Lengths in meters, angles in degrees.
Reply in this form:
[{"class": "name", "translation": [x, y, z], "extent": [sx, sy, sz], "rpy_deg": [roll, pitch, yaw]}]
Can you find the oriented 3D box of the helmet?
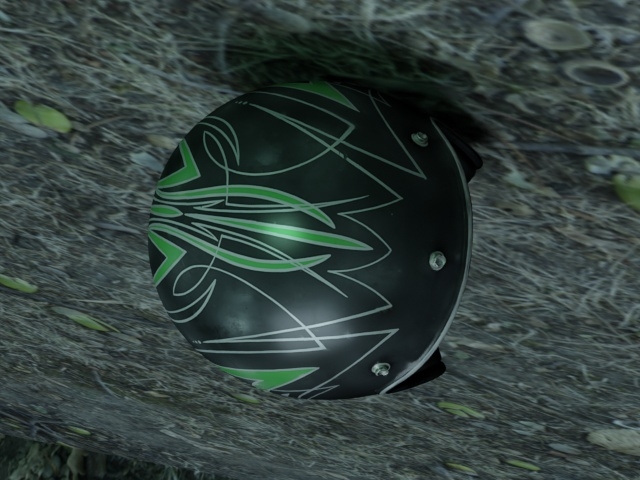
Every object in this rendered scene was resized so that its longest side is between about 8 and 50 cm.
[{"class": "helmet", "translation": [0.000, 0.000, 0.866], "extent": [0.169, 0.169, 0.161], "rpy_deg": [10, 180, 20]}]
